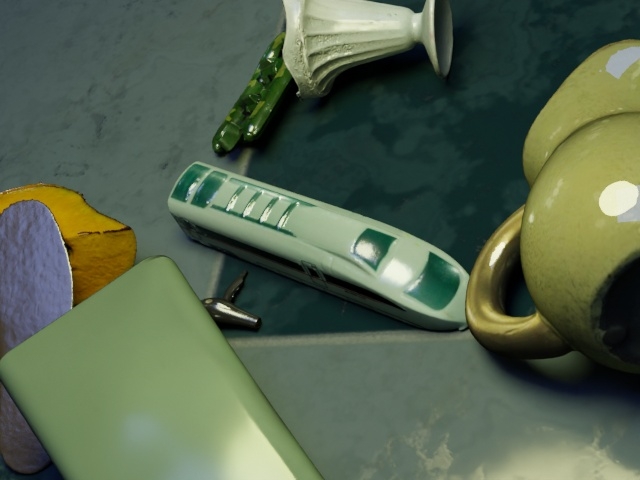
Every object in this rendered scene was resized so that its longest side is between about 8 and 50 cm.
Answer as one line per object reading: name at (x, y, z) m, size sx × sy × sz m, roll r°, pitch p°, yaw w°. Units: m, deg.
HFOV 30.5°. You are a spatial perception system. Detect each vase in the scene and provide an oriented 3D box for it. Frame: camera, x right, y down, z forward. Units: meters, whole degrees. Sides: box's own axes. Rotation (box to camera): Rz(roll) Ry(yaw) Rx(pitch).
vase at (0.273, -0.008, 1.158) m, size 0.329 × 0.241 × 0.302 m, roll -38°, pitch 31°, yaw 22°

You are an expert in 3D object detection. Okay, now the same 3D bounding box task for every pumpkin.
pumpkin at (-0.341, -0.001, 1.502) m, size 0.278 × 0.111 × 0.163 m, roll -8°, pitch 35°, yaw 11°

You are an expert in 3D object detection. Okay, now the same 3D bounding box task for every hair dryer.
hair dryer at (-0.095, 0.066, 1.377) m, size 0.079 × 0.031 × 0.083 m, roll 14°, pitch 52°, yaw 20°

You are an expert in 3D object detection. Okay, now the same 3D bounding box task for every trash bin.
trash bin at (-0.152, 0.208, 1.188) m, size 0.223 × 0.158 × 0.343 m, roll -34°, pitch 49°, yaw -9°

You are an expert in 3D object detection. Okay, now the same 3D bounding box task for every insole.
insole at (-0.341, 0.108, 1.375) m, size 0.111 × 0.007 × 0.328 m, roll -7°, pitch 75°, yaw 12°

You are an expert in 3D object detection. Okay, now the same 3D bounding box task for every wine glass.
wine glass at (0.061, -0.262, 1.482) m, size 0.196 × 0.165 × 0.165 m, roll 2°, pitch 55°, yaw 19°

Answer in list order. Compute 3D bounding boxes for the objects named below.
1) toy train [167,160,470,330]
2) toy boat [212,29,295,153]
toy train at (0.000, 0.000, 1.342) m, size 0.407 × 0.088 × 0.086 m, roll 20°, pitch 63°, yaw 34°
toy boat at (-0.076, -0.197, 1.548) m, size 0.104 × 0.052 × 0.210 m, roll -14°, pitch 42°, yaw 54°
